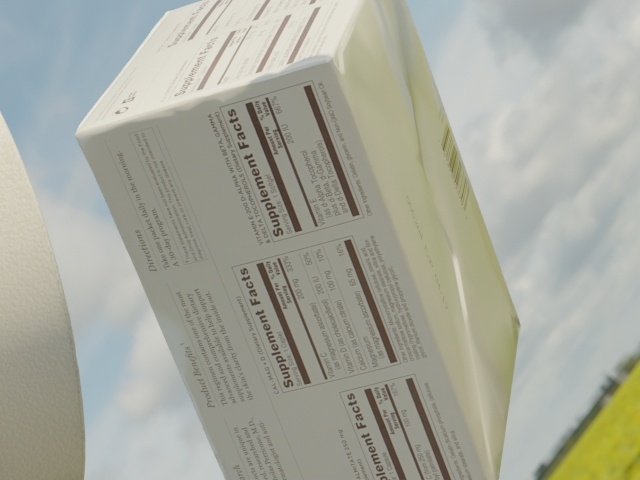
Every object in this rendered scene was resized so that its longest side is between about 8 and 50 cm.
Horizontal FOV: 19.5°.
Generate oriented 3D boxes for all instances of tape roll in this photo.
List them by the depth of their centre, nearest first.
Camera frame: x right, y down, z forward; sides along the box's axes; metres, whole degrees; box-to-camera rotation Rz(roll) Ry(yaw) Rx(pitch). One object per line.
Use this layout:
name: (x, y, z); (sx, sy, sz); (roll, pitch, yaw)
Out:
tape roll: (-0.270, 0.037, 1.228); (0.072, 0.392, 0.392); (-16, -29, -29)

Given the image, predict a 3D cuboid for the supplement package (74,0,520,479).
supplement package: (0.000, 0.000, 1.042); (0.145, 0.262, 0.204); (-14, 22, 16)
